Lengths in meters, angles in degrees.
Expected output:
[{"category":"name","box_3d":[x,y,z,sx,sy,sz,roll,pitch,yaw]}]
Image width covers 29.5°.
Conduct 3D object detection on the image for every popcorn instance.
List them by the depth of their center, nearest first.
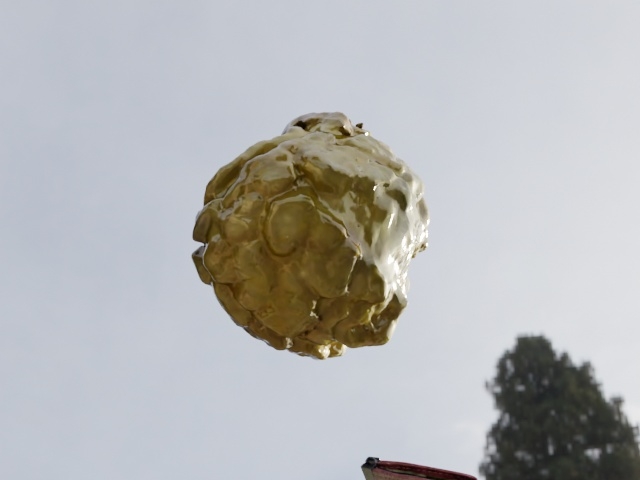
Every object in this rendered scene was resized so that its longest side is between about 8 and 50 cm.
[{"category":"popcorn","box_3d":[0.000,0.000,1.148,0.190,0.250,0.250,6,-39,36]}]

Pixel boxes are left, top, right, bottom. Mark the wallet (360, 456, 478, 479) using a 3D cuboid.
[{"category":"wallet","box_3d":[0.122,0.295,1.096,0.119,0.025,0.232,3,-55,39]}]
